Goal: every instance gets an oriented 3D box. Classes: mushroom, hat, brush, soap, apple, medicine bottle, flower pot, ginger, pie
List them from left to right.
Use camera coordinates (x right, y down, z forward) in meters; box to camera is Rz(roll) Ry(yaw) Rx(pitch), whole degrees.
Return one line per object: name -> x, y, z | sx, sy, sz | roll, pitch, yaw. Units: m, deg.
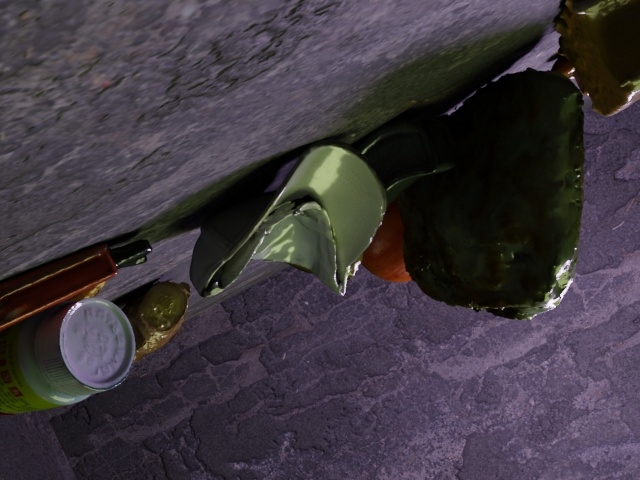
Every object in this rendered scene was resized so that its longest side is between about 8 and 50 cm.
brush -> -0.350, 0.064, 0.899 | 0.323, 0.051, 0.070 | -28, -175, -35
medicine bottle -> -0.370, 0.156, 1.004 | 0.225, 0.139, 0.139 | -16, -177, 32
ginger -> -0.366, 0.175, 1.637 | 0.219, 0.123, 0.270 | -49, 179, -10
hat -> -0.055, -0.038, 1.101 | 0.258, 0.168, 0.301 | 2, 134, -38
flower pot -> 0.097, -0.113, 1.189 | 0.229, 0.103, 0.108 | -28, 176, 28
apple -> 0.160, -0.038, 1.550 | 0.241, 0.242, 0.242 | -45, 167, 34
pie -> 0.283, -0.065, 1.219 | 0.180, 0.395, 0.418 | -3, 171, -24
mushroom -> 0.456, -0.302, 1.312 | 0.088, 0.073, 0.129 | -14, -148, 6
soap -> 0.476, -0.303, 0.935 | 0.335, 0.156, 0.293 | -30, 175, 11

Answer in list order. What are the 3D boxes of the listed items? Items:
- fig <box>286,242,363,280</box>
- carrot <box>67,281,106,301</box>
fig -> 0.000, 0.000, 1.309 | 0.144, 0.165, 0.154 | -52, 167, -40
carrot -> -0.410, 0.120, 1.132 | 0.271, 0.062, 0.066 | -32, 161, 37
